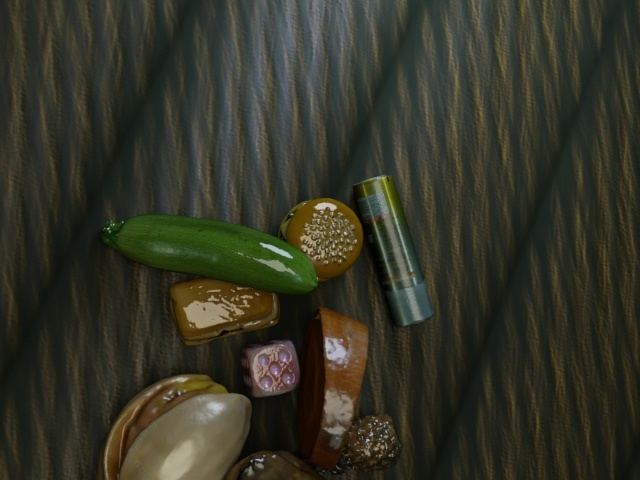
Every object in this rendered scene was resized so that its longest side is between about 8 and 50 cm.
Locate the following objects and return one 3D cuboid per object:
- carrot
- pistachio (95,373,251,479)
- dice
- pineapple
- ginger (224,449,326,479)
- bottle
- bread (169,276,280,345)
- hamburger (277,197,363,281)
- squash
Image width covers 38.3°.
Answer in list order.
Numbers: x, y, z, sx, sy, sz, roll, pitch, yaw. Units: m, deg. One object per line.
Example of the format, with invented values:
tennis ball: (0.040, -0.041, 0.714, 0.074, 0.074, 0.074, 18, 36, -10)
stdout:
carrot: (0.013, 0.255, 1.591, 0.100, 0.307, 0.258, 11, 114, -3)
pistachio: (-0.252, 0.371, 1.559, 0.230, 0.230, 0.309, 40, 71, -9)
dice: (-0.091, 0.231, 1.667, 0.091, 0.093, 0.094, -8, 87, -16)
pineapple: (0.049, 0.387, 1.698, 0.197, 0.108, 0.108, -16, 90, -4)
ginger: (-0.074, 0.473, 1.574, 0.269, 0.223, 0.200, 43, 59, -12)
bottle: (0.139, 0.020, 1.753, 0.082, 0.082, 0.286, -17, 90, -16)
bread: (-0.170, 0.115, 1.668, 0.200, 0.077, 0.116, -13, 81, -17)
hamburger: (0.000, 0.000, 1.698, 0.162, 0.115, 0.162, 1, 87, -17)
squash: (-0.193, 0.016, 1.614, 0.395, 0.107, 0.107, 12, 82, 6)
